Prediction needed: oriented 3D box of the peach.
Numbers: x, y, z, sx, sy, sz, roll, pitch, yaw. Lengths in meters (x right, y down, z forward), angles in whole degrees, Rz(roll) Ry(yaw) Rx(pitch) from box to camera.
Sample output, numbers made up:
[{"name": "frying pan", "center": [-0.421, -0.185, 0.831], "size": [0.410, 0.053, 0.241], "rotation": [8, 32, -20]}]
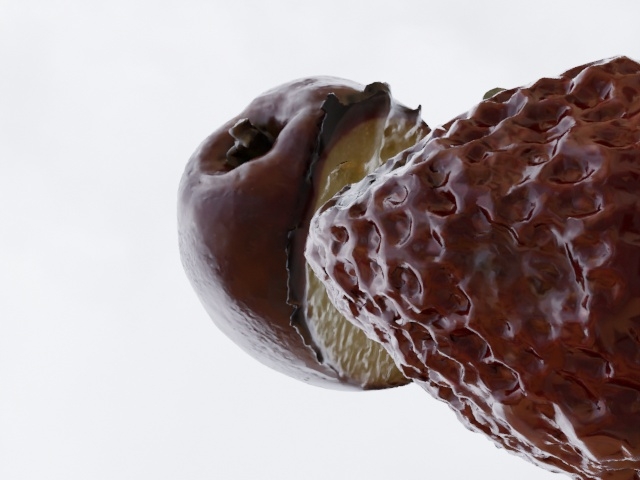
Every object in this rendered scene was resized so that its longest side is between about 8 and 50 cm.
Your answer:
[{"name": "peach", "center": [0.000, 0.000, 1.252], "size": [0.257, 0.201, 0.361], "rotation": [-60, -41, -16]}]

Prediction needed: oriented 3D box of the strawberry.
[{"name": "strawberry", "center": [0.175, 0.009, 0.846], "size": [0.292, 0.292, 0.310], "rotation": [-43, -118, -9]}]

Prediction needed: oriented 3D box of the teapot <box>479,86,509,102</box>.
[{"name": "teapot", "center": [0.147, -0.083, 1.133], "size": [0.067, 0.083, 0.057], "rotation": [36, -137, -5]}]
